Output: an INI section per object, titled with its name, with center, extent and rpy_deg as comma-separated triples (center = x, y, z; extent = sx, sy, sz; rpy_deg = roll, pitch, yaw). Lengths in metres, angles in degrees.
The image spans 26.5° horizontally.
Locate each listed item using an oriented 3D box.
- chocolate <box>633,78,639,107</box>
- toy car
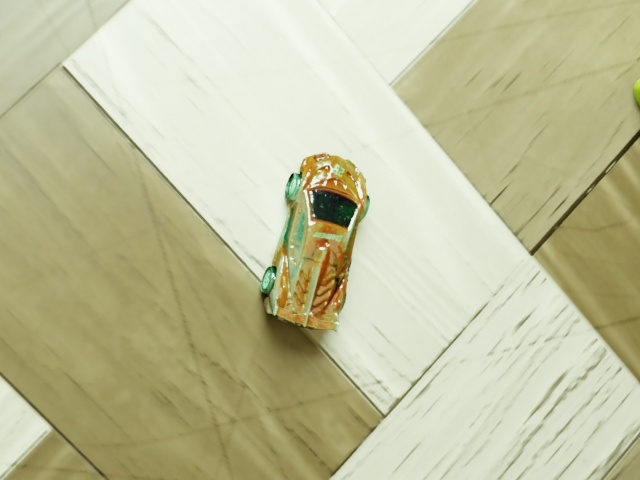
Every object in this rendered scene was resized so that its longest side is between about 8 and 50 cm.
[chocolate]
center = 0.415, -0.067, 1.041
extent = 0.289, 0.137, 0.301
rpy_deg = -31, 99, -20
[toy car]
center = 0.000, 0.000, 0.927
extent = 0.059, 0.035, 0.122
rpy_deg = 16, 86, -17
